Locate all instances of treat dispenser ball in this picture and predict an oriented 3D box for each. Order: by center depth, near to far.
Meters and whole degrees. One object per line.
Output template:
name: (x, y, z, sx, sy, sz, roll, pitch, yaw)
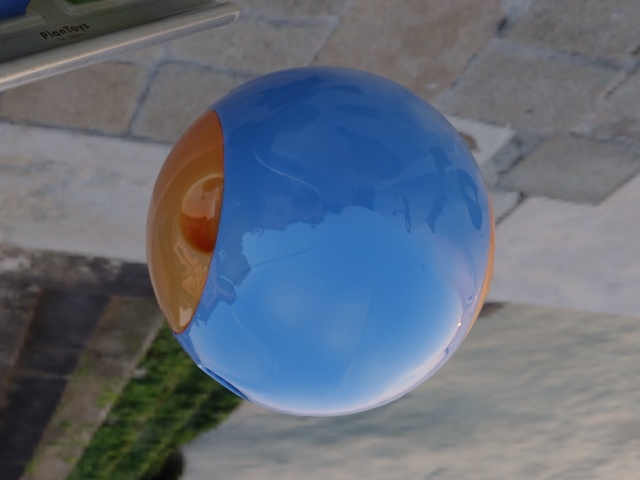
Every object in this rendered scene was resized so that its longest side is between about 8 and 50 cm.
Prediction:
treat dispenser ball: (0.000, 0.000, 1.020, 0.288, 0.288, 0.288, -1, 156, 0)

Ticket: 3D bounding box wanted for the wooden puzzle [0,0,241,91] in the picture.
wooden puzzle: (-0.256, -0.238, 0.824, 0.322, 0.348, 0.080, -31, 158, -51)
